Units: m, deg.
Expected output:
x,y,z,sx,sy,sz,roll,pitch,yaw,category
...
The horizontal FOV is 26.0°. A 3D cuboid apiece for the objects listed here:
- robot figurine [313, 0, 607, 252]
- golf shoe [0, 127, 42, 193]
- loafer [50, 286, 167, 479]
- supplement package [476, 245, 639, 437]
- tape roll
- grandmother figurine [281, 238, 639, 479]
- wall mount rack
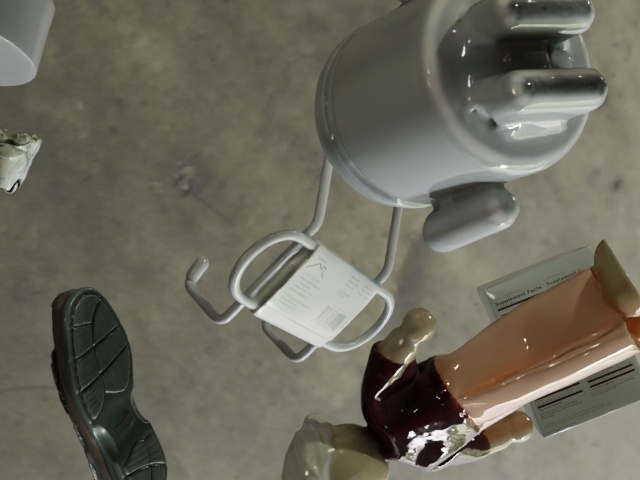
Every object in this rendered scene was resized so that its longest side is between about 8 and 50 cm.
x,y,z,sx,sy,sz,roll,pitch,yaw,category
0.124,-0.142,1.364,0.199,0.353,0.300,-2,83,-30,robot figurine
-0.421,-0.108,1.877,0.069,0.176,0.086,9,95,-3,golf shoe
-0.249,0.174,1.507,0.096,0.084,0.268,-42,124,-47,loafer
0.312,0.128,1.811,0.149,0.194,0.203,-22,87,3,supplement package
-0.373,-0.225,1.343,0.219,0.219,0.072,23,75,-34,tape roll
0.112,0.129,1.147,0.342,0.104,0.208,-33,122,10,grandmother figurine
0.000,0.000,1.741,0.304,0.130,0.350,-46,148,6,wall mount rack
